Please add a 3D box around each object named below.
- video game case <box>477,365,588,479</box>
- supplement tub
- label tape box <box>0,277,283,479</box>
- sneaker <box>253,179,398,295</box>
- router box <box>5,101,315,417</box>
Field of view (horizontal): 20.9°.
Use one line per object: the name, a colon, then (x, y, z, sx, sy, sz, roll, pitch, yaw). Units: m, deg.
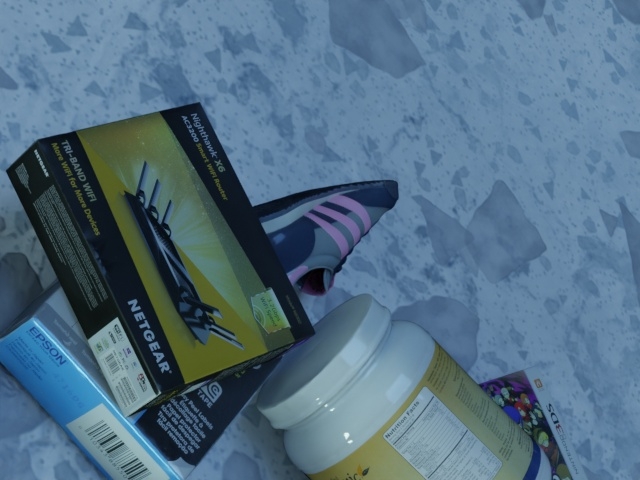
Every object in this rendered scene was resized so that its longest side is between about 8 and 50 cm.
video game case: (0.250, 0.290, 2.317, 0.232, 0.042, 0.210, -11, 74, -43)
supplement tub: (0.099, 0.239, 2.084, 0.316, 0.228, 0.228, 45, 46, -11)
label tape box: (-0.179, 0.098, 2.009, 0.249, 0.115, 0.348, 49, 47, -8)
sneaker: (0.000, 0.000, 2.230, 0.319, 0.112, 0.131, -19, 99, -50)
router box: (-0.174, 0.015, 1.925, 0.243, 0.081, 0.309, -19, 78, -45)
